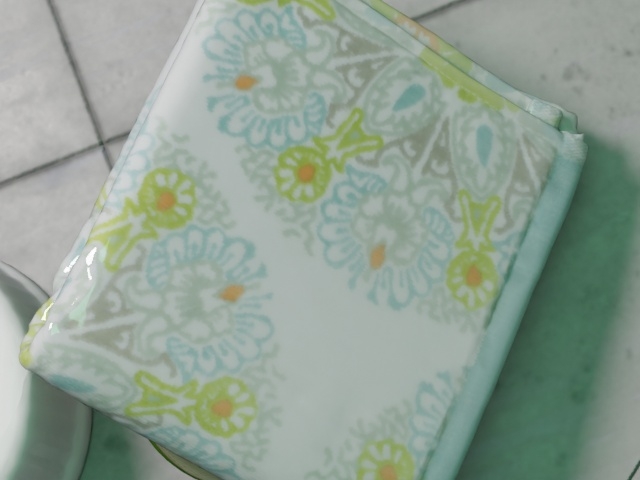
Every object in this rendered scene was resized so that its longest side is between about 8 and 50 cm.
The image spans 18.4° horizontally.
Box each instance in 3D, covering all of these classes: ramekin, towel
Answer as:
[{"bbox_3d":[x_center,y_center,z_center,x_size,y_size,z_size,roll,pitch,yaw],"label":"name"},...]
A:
[{"bbox_3d":[-0.320,0.125,1.478,0.277,0.135,0.277,-1,78,6],"label":"ramekin"},{"bbox_3d":[0.000,0.000,1.421,0.320,0.090,0.374,30,71,-15],"label":"towel"}]

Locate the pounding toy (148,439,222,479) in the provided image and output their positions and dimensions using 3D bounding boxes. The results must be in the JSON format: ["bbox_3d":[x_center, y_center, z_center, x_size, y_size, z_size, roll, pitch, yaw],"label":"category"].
[{"bbox_3d":[-0.053,0.110,1.486,0.237,0.110,0.183,33,70,-18],"label":"pounding toy"}]
